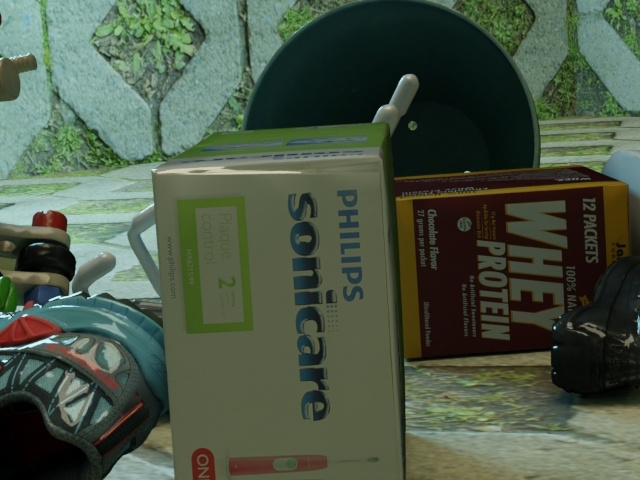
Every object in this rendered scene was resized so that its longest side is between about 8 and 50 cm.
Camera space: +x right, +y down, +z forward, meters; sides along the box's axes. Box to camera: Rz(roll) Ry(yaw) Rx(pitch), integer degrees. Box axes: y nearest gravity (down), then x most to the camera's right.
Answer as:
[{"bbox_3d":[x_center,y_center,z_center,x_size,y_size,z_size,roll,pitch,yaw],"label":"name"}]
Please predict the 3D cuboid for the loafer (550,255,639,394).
[{"bbox_3d":[0.232,0.063,1.251,0.078,0.076,0.223,5,15,24],"label":"loafer"}]

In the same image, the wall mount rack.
[{"bbox_3d":[-0.041,-0.012,1.457,0.304,0.130,0.350,-23,9,12],"label":"wall mount rack"}]

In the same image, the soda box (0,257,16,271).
[{"bbox_3d":[-0.408,0.033,1.852,0.181,0.061,0.058,-5,7,-9],"label":"soda box"}]

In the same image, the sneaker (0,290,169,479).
[{"bbox_3d":[-0.207,0.108,0.971,0.262,0.104,0.125,-19,28,29],"label":"sneaker"}]

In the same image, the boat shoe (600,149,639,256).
[{"bbox_3d":[0.294,-0.009,1.487,0.102,0.108,0.301,-3,-13,-1],"label":"boat shoe"}]

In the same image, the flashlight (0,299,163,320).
[{"bbox_3d":[-0.232,0.079,1.265,0.304,0.103,0.103,2,47,22],"label":"flashlight"}]

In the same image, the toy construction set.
[{"bbox_3d":[-0.385,-0.046,1.605,0.237,0.308,0.257,-10,-11,16],"label":"toy construction set"}]

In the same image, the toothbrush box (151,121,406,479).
[{"bbox_3d":[-0.013,0.044,0.983,0.122,0.206,0.283,-3,8,2],"label":"toothbrush box"}]

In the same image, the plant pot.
[{"bbox_3d":[0.085,-0.082,1.718,0.290,0.290,0.195,-2,-4,14],"label":"plant pot"}]

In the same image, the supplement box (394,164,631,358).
[{"bbox_3d":[0.148,0.013,1.441,0.191,0.129,0.194,-4,7,-2],"label":"supplement box"}]
